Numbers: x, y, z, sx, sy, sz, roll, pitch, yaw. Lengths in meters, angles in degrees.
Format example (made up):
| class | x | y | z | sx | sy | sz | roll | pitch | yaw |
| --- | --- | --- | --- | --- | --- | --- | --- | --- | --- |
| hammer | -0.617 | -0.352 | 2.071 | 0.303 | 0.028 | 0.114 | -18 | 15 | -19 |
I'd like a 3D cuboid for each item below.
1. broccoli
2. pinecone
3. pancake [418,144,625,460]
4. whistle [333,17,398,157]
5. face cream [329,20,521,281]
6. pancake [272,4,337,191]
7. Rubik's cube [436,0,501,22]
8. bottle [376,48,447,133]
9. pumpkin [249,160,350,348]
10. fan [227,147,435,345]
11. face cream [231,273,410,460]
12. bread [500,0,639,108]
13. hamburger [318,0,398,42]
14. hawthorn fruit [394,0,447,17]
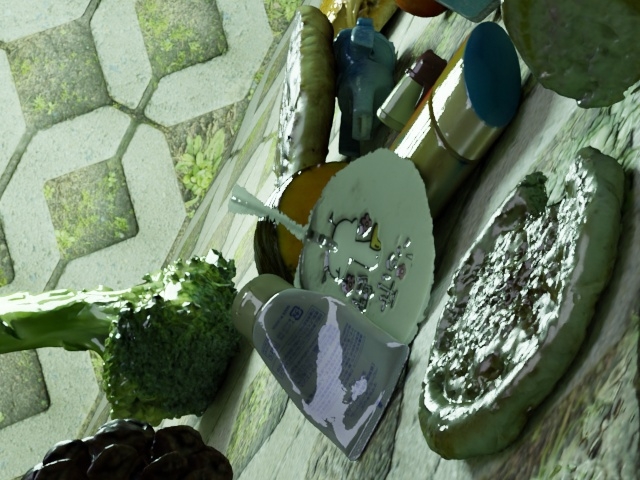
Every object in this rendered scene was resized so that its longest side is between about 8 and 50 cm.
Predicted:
| class | x | y | z | sx | sy | sz | roll | pitch | yaw |
| --- | --- | --- | --- | --- | --- | --- | --- | --- | --- |
| broccoli | -0.304 | 0.135 | 1.926 | 0.353 | 0.397 | 0.274 | 161 | 110 | -68 |
| pinecone | -0.208 | 0.318 | 1.366 | 0.296 | 0.242 | 0.298 | 177 | 114 | -75 |
| pancake | 0.136 | 0.044 | 0.964 | 0.253 | 0.037 | 0.253 | -58 | 12 | 19 |
| whistle | 0.055 | -0.213 | 1.805 | 0.269 | 0.093 | 0.180 | -83 | 0 | -59 |
| face cream | 0.100 | -0.070 | 1.315 | 0.285 | 0.067 | 0.139 | -55 | 19 | 34 |
| pancake | -0.029 | -0.099 | 1.813 | 0.305 | 0.067 | 0.426 | 104 | 170 | -51 |
| Rubik's cube | 0.153 | -0.461 | 1.398 | 0.303 | 0.301 | 0.305 | -66 | 11 | -20 |
| bottle | 0.112 | -0.175 | 1.587 | 0.101 | 0.047 | 0.063 | -55 | 51 | 15 |
| pumpkin | -0.025 | 0.026 | 1.518 | 0.248 | 0.126 | 0.131 | -67 | 10 | -18 |
| fan | 0.001 | 0.000 | 1.368 | 0.415 | 0.012 | 0.233 | 33 | 106 | 57 |
| face cream | -0.001 | 0.107 | 1.265 | 0.224 | 0.070 | 0.114 | 34 | 100 | 49 |
| bread | 0.214 | -0.227 | 0.949 | 0.260 | 0.158 | 0.156 | -59 | 8 | 8 |
| hamburger | 0.056 | -0.353 | 2.115 | 0.214 | 0.108 | 0.213 | -157 | 90 | -81 |
| hawthorn fruit | 0.133 | -0.357 | 1.727 | 0.125 | 0.140 | 0.125 | -29 | 5 | 3 |
